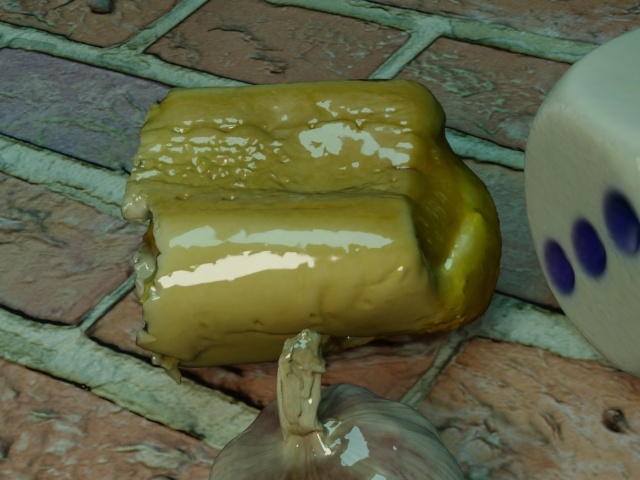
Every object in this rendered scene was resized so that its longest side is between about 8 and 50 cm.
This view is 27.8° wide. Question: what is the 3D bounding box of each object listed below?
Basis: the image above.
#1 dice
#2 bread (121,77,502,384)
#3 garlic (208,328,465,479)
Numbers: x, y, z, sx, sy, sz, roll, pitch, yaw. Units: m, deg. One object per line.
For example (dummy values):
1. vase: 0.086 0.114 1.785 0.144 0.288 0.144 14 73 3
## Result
1. dice: 0.406 -0.044 1.330 0.304 0.304 0.277 -22 39 -15
2. bread: 0.000 0.000 1.420 0.394 0.250 0.361 -2 41 3
3. garlic: 0.005 0.195 1.167 0.245 0.253 0.245 -9 29 5
